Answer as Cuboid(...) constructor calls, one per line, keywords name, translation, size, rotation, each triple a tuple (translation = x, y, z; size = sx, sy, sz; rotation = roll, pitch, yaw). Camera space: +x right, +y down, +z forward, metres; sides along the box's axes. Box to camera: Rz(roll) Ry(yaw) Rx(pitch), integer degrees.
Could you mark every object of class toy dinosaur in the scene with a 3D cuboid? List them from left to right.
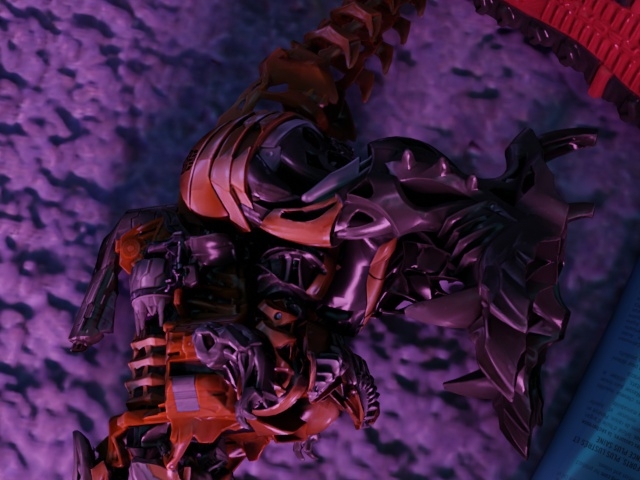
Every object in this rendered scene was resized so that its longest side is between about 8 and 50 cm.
Cuboid(name="toy dinosaur", translation=(0.000, 0.000, 0.433), size=(0.218, 0.164, 0.322), rotation=(15, 95, 21))

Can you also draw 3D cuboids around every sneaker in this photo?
Cuboid(name="sneaker", translation=(0.154, -0.158, 0.514), size=(0.125, 0.104, 0.262), rotation=(-36, 77, -32))

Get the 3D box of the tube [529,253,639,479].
Cuboid(name="tube", translation=(0.158, 0.071, 0.460), size=(0.080, 0.052, 0.207), rotation=(24, 80, 11))
